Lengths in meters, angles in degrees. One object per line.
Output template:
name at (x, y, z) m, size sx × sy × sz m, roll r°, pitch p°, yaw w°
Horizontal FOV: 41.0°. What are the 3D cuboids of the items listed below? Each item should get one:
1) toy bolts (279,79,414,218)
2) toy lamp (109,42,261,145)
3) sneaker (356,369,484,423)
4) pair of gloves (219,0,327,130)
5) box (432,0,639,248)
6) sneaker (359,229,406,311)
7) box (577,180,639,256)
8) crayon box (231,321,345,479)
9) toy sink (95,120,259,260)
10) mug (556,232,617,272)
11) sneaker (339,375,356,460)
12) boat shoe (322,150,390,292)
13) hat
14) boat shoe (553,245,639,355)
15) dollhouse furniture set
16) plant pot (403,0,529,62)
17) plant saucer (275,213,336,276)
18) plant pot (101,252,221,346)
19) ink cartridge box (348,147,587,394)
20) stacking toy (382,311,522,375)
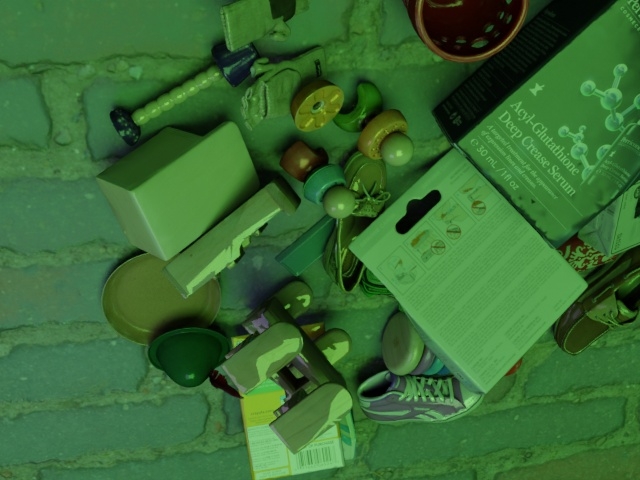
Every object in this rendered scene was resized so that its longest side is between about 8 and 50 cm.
toy bolts at (0.035, -0.153, 1.515) m, size 0.218 × 0.158 × 0.228 m, roll 4°, pitch 131°, yaw -53°
toy lamp at (-0.229, -0.259, 1.472) m, size 0.275 × 0.080 × 0.080 m, roll -31°, pitch 124°, yaw 6°
sneaker at (0.220, 0.339, 1.898) m, size 0.282 × 0.102 × 0.161 m, roll -13°, pitch 145°, yaw 9°
pair of gloves at (-0.079, -0.324, 1.432) m, size 0.204 × 0.042 × 0.240 m, roll -44°, pitch 138°, yaw -32°
box at (0.455, -0.238, 1.536) m, size 0.395 × 0.212 × 0.293 m, roll -43°, pitch 110°, yaw 14°
sneaker at (0.240, 0.087, 1.790) m, size 0.344 × 0.134 × 0.146 m, roll 17°, pitch 124°, yaw -13°
box at (0.665, -0.093, 1.726) m, size 0.290 × 0.087 × 0.169 m, roll -19°, pitch 127°, yaw -25°
crayon box at (-0.071, 0.338, 1.839) m, size 0.203 × 0.083 × 0.322 m, roll -9°, pitch 98°, yaw -6°
toy sink at (-0.250, -0.104, 1.515) m, size 0.234 × 0.131 × 0.152 m, roll -41°, pitch 131°, yaw -27°
mug at (0.532, 0.017, 1.797) m, size 0.169 × 0.113 × 0.150 m, roll -15°, pitch 161°, yaw -8°
sneaker at (0.031, 0.414, 1.970) m, size 0.092 × 0.087 × 0.228 m, roll -12°, pitch 117°, yaw 3°
boat shoe at (0.077, -0.035, 1.660) m, size 0.105 × 0.089 × 0.285 m, roll 1°, pitch 117°, yaw -17°
hat at (-0.259, 0.291, 1.724) m, size 0.173 × 0.183 × 0.208 m, roll 0°, pitch 141°, yaw -13°
boat shoe at (0.647, 0.134, 1.903) m, size 0.123 × 0.120 × 0.324 m, roll 21°, pitch 115°, yaw -24°
dollhouse furniture set at (-0.055, 0.115, 1.579) m, size 0.256 × 0.362 × 0.394 m, roll -38°, pitch 95°, yaw 7°
plant pot at (0.226, -0.413, 1.420) m, size 0.191 × 0.174 × 0.191 m, roll -6°, pitch 123°, yaw -10°
plant saucer at (0.000, 0.000, 1.730) m, size 0.192 × 0.018 × 0.067 m, roll -40°, pitch 122°, yaw 12°
plant pot at (-0.319, 0.113, 1.720) m, size 0.236 × 0.032 × 0.236 m, roll -6°, pitch 123°, yaw -10°
ink cartridge box at (0.283, 0.058, 1.675) m, size 0.308 × 0.091 × 0.385 m, roll -43°, pitch 88°, yaw -12°
stacking toy at (0.308, 0.247, 1.897) m, size 0.330 × 0.141 × 0.141 m, roll 12°, pitch 119°, yaw -24°
